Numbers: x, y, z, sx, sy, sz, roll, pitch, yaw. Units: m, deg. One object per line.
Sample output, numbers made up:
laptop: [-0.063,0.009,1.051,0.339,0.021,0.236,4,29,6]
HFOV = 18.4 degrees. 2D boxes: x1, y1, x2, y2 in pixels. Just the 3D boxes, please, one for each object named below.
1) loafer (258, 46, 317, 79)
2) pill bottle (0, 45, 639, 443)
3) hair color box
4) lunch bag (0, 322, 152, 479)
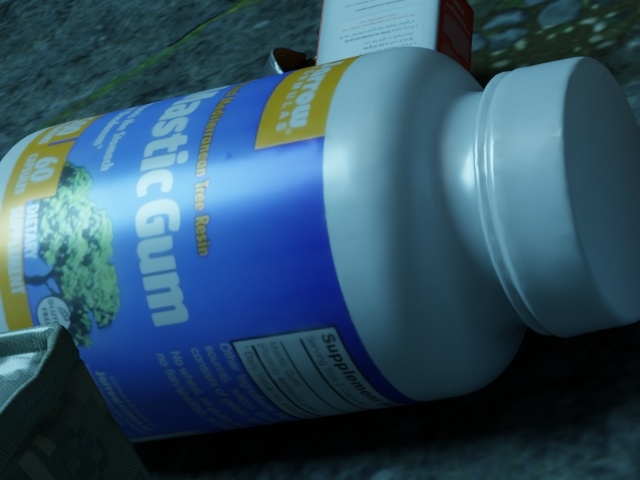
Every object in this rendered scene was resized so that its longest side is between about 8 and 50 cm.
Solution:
loafer: [-0.015,-0.082,1.106,0.170,0.061,0.062,-19,29,13]
pill bottle: [0.000,0.000,0.859,0.272,0.152,0.152,-11,31,27]
hair color box: [0.035,-0.065,1.001,0.072,0.043,0.141,-9,56,26]
lunch bag: [-0.168,0.167,0.623,0.287,0.235,0.169,-8,36,30]
